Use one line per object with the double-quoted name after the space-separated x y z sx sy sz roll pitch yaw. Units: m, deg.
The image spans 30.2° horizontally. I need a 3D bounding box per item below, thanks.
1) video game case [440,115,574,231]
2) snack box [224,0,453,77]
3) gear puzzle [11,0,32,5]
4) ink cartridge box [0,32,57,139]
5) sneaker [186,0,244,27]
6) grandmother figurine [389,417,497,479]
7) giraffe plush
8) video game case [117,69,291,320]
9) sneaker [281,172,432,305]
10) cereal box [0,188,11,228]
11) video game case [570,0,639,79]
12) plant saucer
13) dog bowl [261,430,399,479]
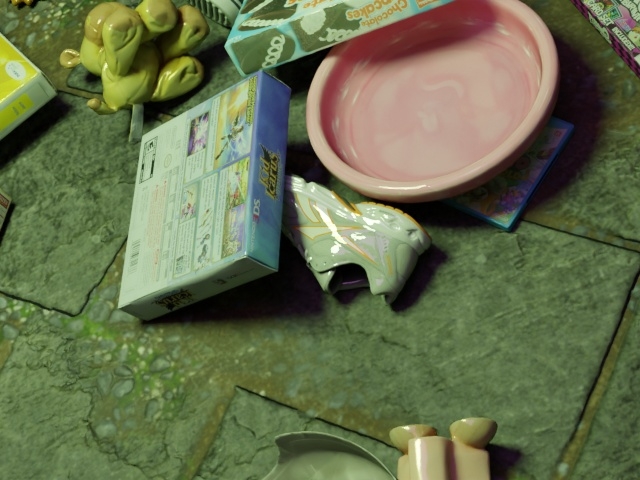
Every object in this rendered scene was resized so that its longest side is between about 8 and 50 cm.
0.232 -0.101 1.517 0.119 0.015 0.166 26 72 29 "video game case"
0.038 -0.337 1.611 0.322 0.060 0.187 -17 32 21 "snack box"
-0.442 -0.526 1.954 0.176 0.044 0.338 11 66 23 "gear puzzle"
-0.589 -0.204 1.782 0.307 0.072 0.303 -40 50 -12 "ink cartridge box"
-0.201 -0.438 1.779 0.127 0.126 0.321 -48 57 -5 "sneaker"
0.127 0.363 1.247 0.208 0.104 0.342 -14 56 20 "grandmother figurine"
-0.281 -0.274 1.716 0.170 0.181 0.210 44 116 42 "giraffe plush"
-0.148 -0.054 1.529 0.244 0.061 0.269 -22 53 40 "video game case"
0.000 0.000 1.492 0.262 0.099 0.121 17 73 27 "sneaker"
-0.552 0.031 1.677 0.173 0.047 0.240 1 63 23 "cereal box"
0.453 -0.331 1.556 0.210 0.042 0.232 -29 57 -1 "video game case"
0.148 -0.179 1.533 0.332 0.084 0.332 -12 54 17 "plant saucer"
-0.012 0.378 1.221 0.349 0.102 0.348 -21 55 32 "dog bowl"
